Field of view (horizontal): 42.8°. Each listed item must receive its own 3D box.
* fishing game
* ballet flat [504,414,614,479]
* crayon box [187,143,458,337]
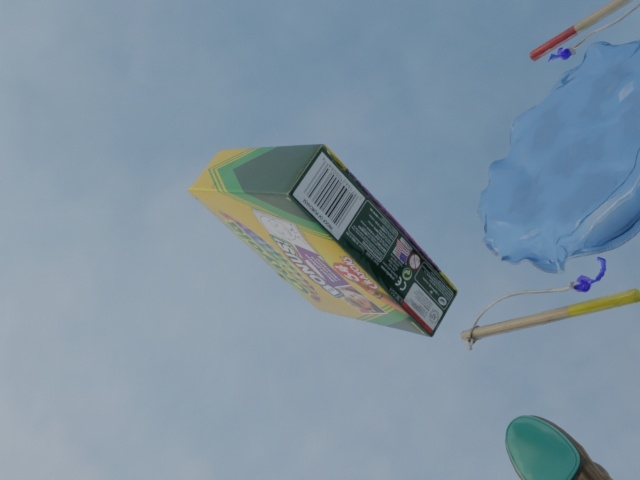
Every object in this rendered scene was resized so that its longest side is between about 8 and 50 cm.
[{"bbox_3d":[0.177,-0.057,0.518,0.041,0.189,0.264,32,-123,-21],"label":"fishing game"},{"bbox_3d":[0.426,0.401,1.292,0.124,0.342,0.116,38,-92,-30],"label":"ballet flat"},{"bbox_3d":[0.000,0.000,1.344,0.363,0.313,0.106,45,-112,-29],"label":"crayon box"}]
